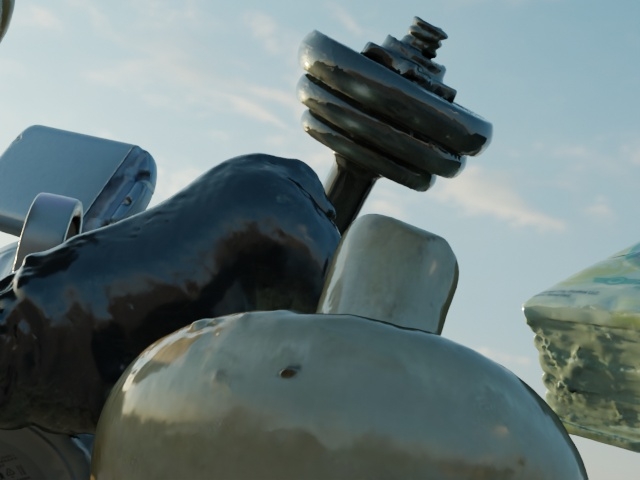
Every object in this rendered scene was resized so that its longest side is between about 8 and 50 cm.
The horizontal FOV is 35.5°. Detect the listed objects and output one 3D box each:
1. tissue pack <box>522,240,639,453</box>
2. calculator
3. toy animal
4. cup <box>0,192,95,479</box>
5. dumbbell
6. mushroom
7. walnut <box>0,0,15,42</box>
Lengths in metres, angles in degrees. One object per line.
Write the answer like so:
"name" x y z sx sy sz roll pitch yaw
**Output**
"tissue pack" 0.423 0.071 0.937 0.388 0.162 0.287 -21 17 -37
"calculator" -0.247 -0.051 0.949 0.210 0.121 0.039 13 -29 34
"toy animal" -0.135 0.057 0.580 0.343 0.168 0.106 -15 16 -20
"cup" -0.216 0.090 0.701 0.167 0.202 0.221 -15 -66 8
"dumbbell" 0.000 0.000 0.854 0.179 0.406 0.179 26 12 -6
"mushroom" 0.015 0.079 0.434 0.207 0.215 0.207 11 -36 8
"walnut" -0.297 -0.142 0.609 0.198 0.245 0.198 40 2 -2
